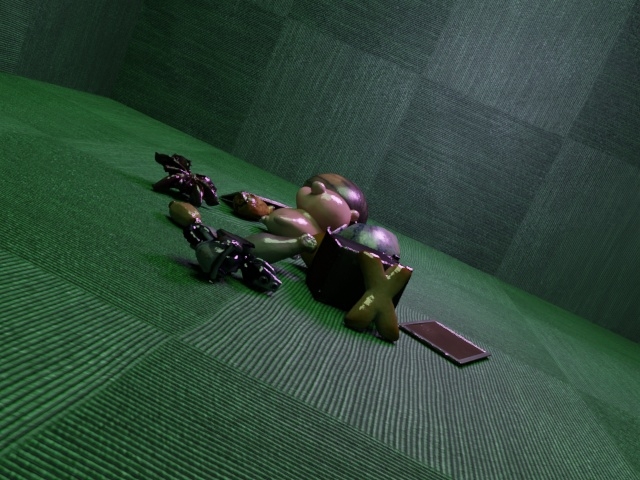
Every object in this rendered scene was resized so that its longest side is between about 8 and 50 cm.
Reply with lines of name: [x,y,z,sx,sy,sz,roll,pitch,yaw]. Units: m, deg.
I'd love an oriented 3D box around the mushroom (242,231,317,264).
mushroom: [-0.122,0.015,1.619,0.225,0.093,0.116,-11,5,-7]

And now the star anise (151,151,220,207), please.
star anise: [-0.476,-0.206,2.009,0.282,0.129,0.212,31,15,-9]

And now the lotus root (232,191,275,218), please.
lotus root: [-0.252,-0.122,2.165,0.190,0.094,0.108,22,16,-49]

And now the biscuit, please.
biscuit: [0.153,0.143,1.470,0.164,0.208,0.047,22,-24,-18]

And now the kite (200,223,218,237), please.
kite: [-0.304,-0.006,1.652,0.141,0.015,0.245,22,7,-3]

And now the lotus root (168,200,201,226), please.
lotus root: [-0.394,-0.073,1.659,0.150,0.062,0.073,32,20,37]

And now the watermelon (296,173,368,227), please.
watermelon: [0.055,-0.134,2.397,0.278,0.279,0.359,15,15,-41]

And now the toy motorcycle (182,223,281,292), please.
toy motorcycle: [-0.206,0.050,1.358,0.270,0.106,0.159,32,10,-24]

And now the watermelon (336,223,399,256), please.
watermelon: [0.156,0.050,1.991,0.256,0.260,0.176,42,-1,6]

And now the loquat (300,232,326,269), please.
loquat: [0.019,0.048,1.774,0.195,0.152,0.152,33,10,0]

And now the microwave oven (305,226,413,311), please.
microwave oven: [0.102,0.097,1.614,0.247,0.178,0.188,22,13,-16]

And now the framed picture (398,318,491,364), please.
framed picture: [0.366,0.294,1.664,0.216,0.016,0.273,32,13,32]

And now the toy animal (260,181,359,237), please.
toy animal: [-0.040,-0.103,2.097,0.345,0.247,0.277,18,12,-30]

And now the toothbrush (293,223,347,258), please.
toothbrush: [0.000,0.000,1.946,0.026,0.024,0.288,36,42,26]

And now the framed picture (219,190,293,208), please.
framed picture: [-0.259,-0.153,2.299,0.252,0.014,0.197,17,-12,-35]
